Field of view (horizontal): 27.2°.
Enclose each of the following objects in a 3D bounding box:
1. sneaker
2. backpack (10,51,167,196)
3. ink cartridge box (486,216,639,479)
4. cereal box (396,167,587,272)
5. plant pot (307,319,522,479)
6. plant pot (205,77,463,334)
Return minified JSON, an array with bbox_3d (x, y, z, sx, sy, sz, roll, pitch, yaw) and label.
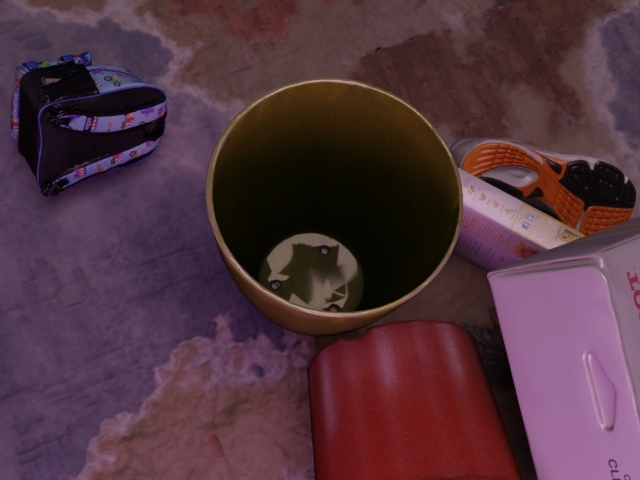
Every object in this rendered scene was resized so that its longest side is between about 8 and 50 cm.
[{"bbox_3d":[0.283,-0.085,1.703,0.262,0.121,0.099,17,104,-21],"label":"sneaker"},{"bbox_3d":[-0.283,-0.155,1.638,0.173,0.158,0.117,-17,53,-26],"label":"backpack"},{"bbox_3d":[0.388,0.113,1.478,0.384,0.160,0.279,-16,93,-43],"label":"ink cartridge box"},{"bbox_3d":[0.196,-0.019,1.624,0.240,0.173,0.047,29,74,4],"label":"cereal box"},{"bbox_3d":[0.103,0.248,1.480,0.272,0.272,0.265,-5,61,-8],"label":"plant pot"},{"bbox_3d":[0.000,0.000,1.530,0.274,0.293,0.275,2,69,-6],"label":"plant pot"}]
